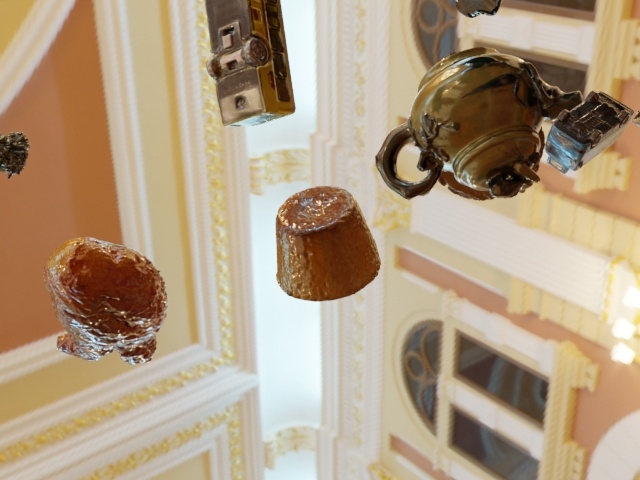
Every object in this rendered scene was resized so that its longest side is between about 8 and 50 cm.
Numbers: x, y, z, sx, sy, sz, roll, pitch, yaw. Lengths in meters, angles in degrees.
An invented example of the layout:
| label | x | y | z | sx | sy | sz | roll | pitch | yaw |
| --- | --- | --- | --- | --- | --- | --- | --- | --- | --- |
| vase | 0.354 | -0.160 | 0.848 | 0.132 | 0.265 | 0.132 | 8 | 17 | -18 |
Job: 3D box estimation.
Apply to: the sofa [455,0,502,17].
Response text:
| label | x | y | z | sx | sy | sz | roll | pitch | yaw |
| --- | --- | --- | --- | --- | --- | --- | --- | --- | --- |
| sofa | 0.226 | -0.408 | 0.981 | 0.200 | 0.182 | 0.258 | -40 | -28 | -18 |

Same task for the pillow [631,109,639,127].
| label | x | y | z | sx | sy | sz | roll | pitch | yaw |
| --- | --- | --- | --- | --- | --- | --- | --- | --- | --- |
| pillow | 0.600 | -0.179 | 1.305 | 0.119 | 0.208 | 0.053 | 21 | -101 | -38 |

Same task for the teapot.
| label | x | y | z | sx | sy | sz | roll | pitch | yaw |
| --- | --- | --- | --- | --- | --- | --- | --- | --- | --- |
| teapot | 0.196 | -0.128 | 1.067 | 0.269 | 0.183 | 0.173 | -30 | -25 | 20 |

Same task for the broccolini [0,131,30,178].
| label | x | y | z | sx | sy | sz | roll | pitch | yaw |
| --- | --- | --- | --- | --- | --- | --- | --- | --- | --- |
| broccolini | -0.413 | -0.107 | 0.859 | 0.051 | 0.238 | 0.054 | 109 | 171 | -71 |

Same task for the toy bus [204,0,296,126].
| label | x | y | z | sx | sy | sz | roll | pitch | yaw |
| --- | --- | --- | --- | --- | --- | --- | --- | --- | --- |
| toy bus | -0.085 | -0.245 | 0.957 | 0.074 | 0.081 | 0.226 | -3 | -98 | -51 |

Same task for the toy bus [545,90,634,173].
| label | x | y | z | sx | sy | sz | roll | pitch | yaw |
| --- | --- | --- | --- | --- | --- | --- | --- | --- | --- |
| toy bus | 0.226 | -0.092 | 0.721 | 0.083 | 0.038 | 0.046 | -33 | -29 | -35 |

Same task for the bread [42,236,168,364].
| label | x | y | z | sx | sy | sz | roll | pitch | yaw |
| --- | --- | --- | --- | --- | --- | --- | --- | --- | --- |
| bread | -0.254 | 0.088 | 1.009 | 0.139 | 0.095 | 0.269 | 10 | -40 | -6 |

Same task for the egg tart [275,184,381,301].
| label | x | y | z | sx | sy | sz | roll | pitch | yaw |
| --- | --- | --- | --- | --- | --- | --- | --- | --- | --- |
| egg tart | 0.000 | 0.000 | 1.533 | 0.202 | 0.202 | 0.147 | -37 | -47 | -24 |

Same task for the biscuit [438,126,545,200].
| label | x | y | z | sx | sy | sz | roll | pitch | yaw |
| --- | --- | --- | --- | --- | --- | --- | --- | --- | --- |
| biscuit | 0.293 | -0.178 | 1.532 | 0.042 | 0.225 | 0.226 | -41 | -36 | -71 |
